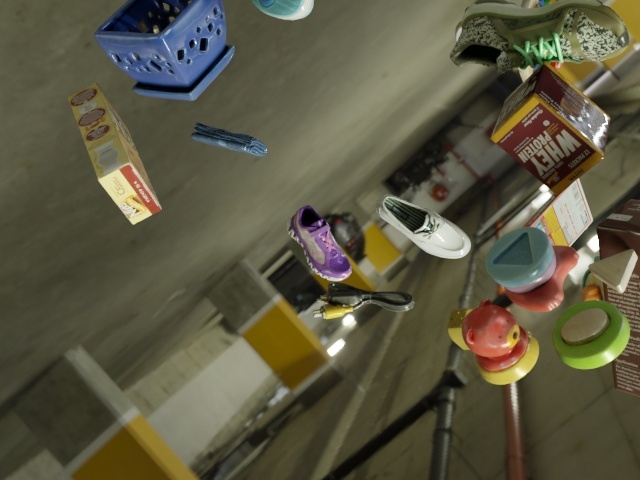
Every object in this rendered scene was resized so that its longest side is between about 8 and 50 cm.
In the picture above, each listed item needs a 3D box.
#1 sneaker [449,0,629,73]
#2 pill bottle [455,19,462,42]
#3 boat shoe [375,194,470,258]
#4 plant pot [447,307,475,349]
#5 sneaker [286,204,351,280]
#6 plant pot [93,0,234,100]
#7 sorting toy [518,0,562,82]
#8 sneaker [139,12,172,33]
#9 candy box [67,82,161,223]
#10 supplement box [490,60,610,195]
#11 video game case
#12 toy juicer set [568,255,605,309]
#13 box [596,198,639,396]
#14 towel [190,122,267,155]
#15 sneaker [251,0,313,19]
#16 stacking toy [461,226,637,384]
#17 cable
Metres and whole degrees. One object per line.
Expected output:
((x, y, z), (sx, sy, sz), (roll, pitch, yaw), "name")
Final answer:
((0.463, -0.419, 1.744), (0.410, 0.158, 0.182), (13, -123, 42), "sneaker")
((0.385, -0.545, 2.083), (0.065, 0.065, 0.116), (-43, -168, 23), "pill bottle")
((0.220, -0.026, 1.710), (0.076, 0.226, 0.083), (93, 23, -88), "boat shoe")
((0.333, 0.192, 1.793), (0.081, 0.083, 0.081), (-14, -129, 53), "plant pot")
((0.000, 0.000, 2.085), (0.095, 0.236, 0.104), (-25, 155, -32), "sneaker")
((-0.359, -0.473, 1.920), (0.236, 0.236, 0.212), (-56, 142, -32), "plant pot")
((0.610, -0.566, 2.127), (0.257, 0.089, 0.255), (41, 69, -57), "sorting toy")
((-0.465, -0.598, 2.180), (0.071, 0.188, 0.066), (-16, 125, -28), "sneaker")
((-0.498, -0.212, 1.919), (0.088, 0.316, 0.183), (-27, 144, -3), "candy box")
((0.483, -0.236, 1.661), (0.129, 0.191, 0.194), (-46, -172, 39), "supplement box")
((0.654, -0.024, 2.252), (0.285, 0.204, 0.025), (-46, -138, -11), "video game case")
((0.675, 0.153, 1.869), (0.090, 0.209, 0.329), (-7, 136, -11), "toy juicer set")
((0.662, 0.126, 1.521), (0.143, 0.381, 0.191), (-33, -150, -32), "box")
((-0.153, -0.169, 1.338), (0.067, 0.120, 0.029), (14, 91, -70), "towel")
((-0.072, -0.544, 1.692), (0.208, 0.319, 0.127), (7, 122, -49), "sneaker")
((0.401, 0.092, 1.426), (0.280, 0.130, 0.309), (-10, -136, 41), "stacking toy")
((0.121, 0.174, 2.266), (0.139, 0.287, 0.072), (-78, 167, -63), "cable")
